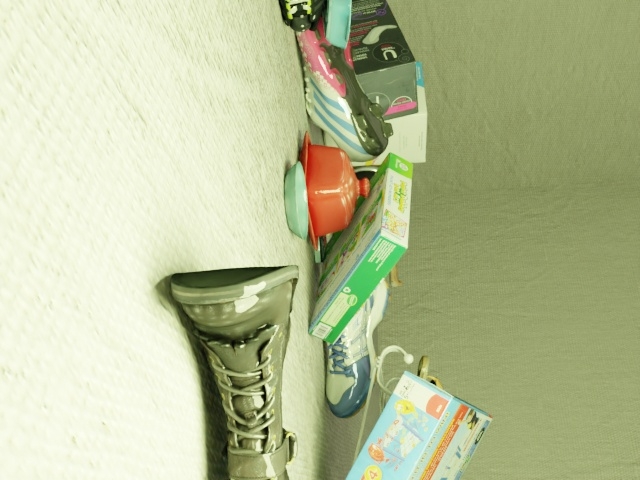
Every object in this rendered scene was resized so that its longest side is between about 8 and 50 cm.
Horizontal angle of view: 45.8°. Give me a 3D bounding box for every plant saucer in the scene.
[{"bbox_3d":[-0.038,-0.059,1.148,0.119,0.021,0.120,-4,90,-83],"label":"plant saucer"}]

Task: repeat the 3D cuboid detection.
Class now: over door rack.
[{"bbox_3d":[0.108,0.387,1.358,0.240,0.108,0.324,79,32,-47],"label":"over door rack"}]

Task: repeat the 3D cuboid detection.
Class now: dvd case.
[{"bbox_3d":[0.000,0.000,1.477,0.119,0.013,0.087,4,82,-84],"label":"dvd case"}]

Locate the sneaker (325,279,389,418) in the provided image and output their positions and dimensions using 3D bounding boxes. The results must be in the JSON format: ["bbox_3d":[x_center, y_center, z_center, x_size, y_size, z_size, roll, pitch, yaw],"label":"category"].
[{"bbox_3d":[0.041,0.185,1.451,0.131,0.111,0.297,32,58,-41],"label":"sneaker"}]

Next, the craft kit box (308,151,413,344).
[{"bbox_3d":[0.070,0.011,1.298,0.250,0.060,0.247,-56,-164,36],"label":"craft kit box"}]

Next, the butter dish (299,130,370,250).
[{"bbox_3d":[0.027,-0.088,1.301,0.160,0.118,0.160,77,11,-49],"label":"butter dish"}]

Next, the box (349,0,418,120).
[{"bbox_3d":[0.094,-0.388,1.628,0.143,0.165,0.270,78,-3,-49],"label":"box"}]

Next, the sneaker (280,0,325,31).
[{"bbox_3d":[-0.023,-0.377,1.178,0.234,0.084,0.097,-37,124,-82],"label":"sneaker"}]

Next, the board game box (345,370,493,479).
[{"bbox_3d":[0.146,0.388,1.241,0.308,0.086,0.302,-60,150,-5],"label":"board game box"}]

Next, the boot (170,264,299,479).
[{"bbox_3d":[-0.052,0.141,0.614,0.263,0.091,0.229,61,25,-79],"label":"boot"}]

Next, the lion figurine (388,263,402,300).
[{"bbox_3d":[0.130,0.037,2.062,0.392,0.142,0.240,-45,123,-76],"label":"lion figurine"}]

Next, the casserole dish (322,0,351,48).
[{"bbox_3d":[0.024,-0.403,1.260,0.114,0.036,0.189,98,-9,-51],"label":"casserole dish"}]

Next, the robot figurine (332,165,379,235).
[{"bbox_3d":[0.116,-0.065,1.810,0.278,0.209,0.174,-82,154,-59],"label":"robot figurine"}]

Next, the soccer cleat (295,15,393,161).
[{"bbox_3d":[0.010,-0.290,1.404,0.116,0.143,0.331,-40,111,-42],"label":"soccer cleat"}]

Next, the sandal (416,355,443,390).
[{"bbox_3d":[0.200,0.285,1.381,0.072,0.049,0.180,-77,162,-63],"label":"sandal"}]

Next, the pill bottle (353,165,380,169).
[{"bbox_3d":[0.119,-0.165,2.056,0.246,0.136,0.137,-79,164,-66],"label":"pill bottle"}]

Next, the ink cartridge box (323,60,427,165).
[{"bbox_3d":[0.124,-0.288,1.755,0.168,0.232,0.171,80,8,-56],"label":"ink cartridge box"}]
